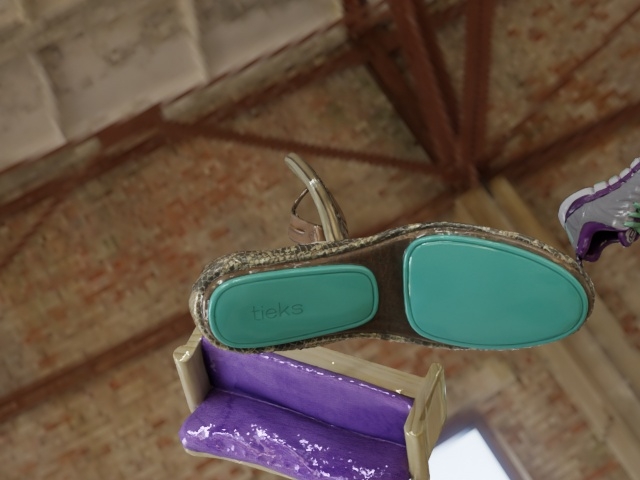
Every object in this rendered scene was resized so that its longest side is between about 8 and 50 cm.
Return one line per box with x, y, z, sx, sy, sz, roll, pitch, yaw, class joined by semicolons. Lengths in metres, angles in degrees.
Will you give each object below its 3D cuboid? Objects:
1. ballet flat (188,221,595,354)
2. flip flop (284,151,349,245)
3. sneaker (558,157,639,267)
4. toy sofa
0.082;0.046;2.032;0.483;0.182;0.164;-3;-71;-2;ballet flat
0.000;0.000;2.332;0.080;0.277;0.112;-23;-17;6;flip flop
0.406;-0.045;2.086;0.223;0.098;0.083;-33;-41;30;sneaker
-0.019;0.226;2.260;0.150;0.362;0.177;81;-150;-53;toy sofa
